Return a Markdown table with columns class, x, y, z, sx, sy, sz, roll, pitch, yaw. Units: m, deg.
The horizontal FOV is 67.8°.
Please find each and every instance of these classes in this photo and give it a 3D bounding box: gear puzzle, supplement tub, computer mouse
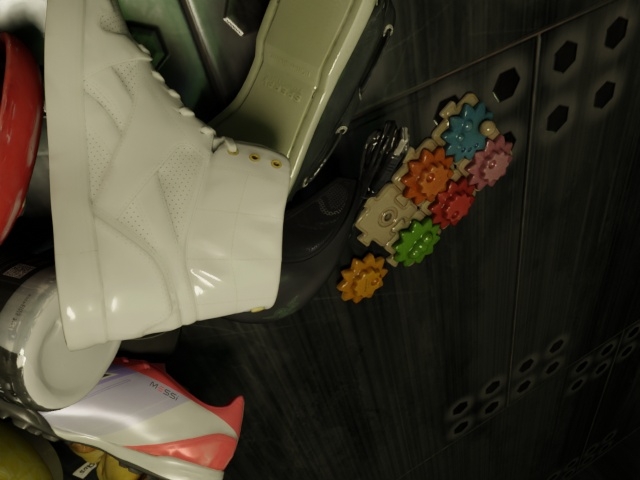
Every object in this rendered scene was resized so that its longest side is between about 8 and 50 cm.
| class | x | y | z | sx | sy | sz | roll | pitch | yaw |
| --- | --- | --- | --- | --- | --- | --- | --- | --- | --- |
| gear puzzle | 0.143 | -0.036 | 0.687 | 0.339 | 0.044 | 0.175 | -49 | 133 | 8 |
| supplement tub | -0.277 | 0.062 | 0.399 | 0.117 | 0.191 | 0.116 | 11 | 90 | -76 |
| computer mouse | 0.000 | 0.000 | 0.496 | 0.272 | 0.072 | 0.188 | -42 | 170 | -38 |

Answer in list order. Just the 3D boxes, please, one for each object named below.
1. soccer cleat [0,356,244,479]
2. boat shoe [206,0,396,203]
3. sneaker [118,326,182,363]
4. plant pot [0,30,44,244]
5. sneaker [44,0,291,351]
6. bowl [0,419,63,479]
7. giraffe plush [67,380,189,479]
| class | x | y | z | sx | sy | sz | roll | pitch | yaw |
| --- | --- | --- | --- | --- | --- | --- | --- | --- | --- |
| soccer cleat | -0.240 | 0.173 | 0.531 | 0.318 | 0.108 | 0.116 | 27 | 62 | -9 |
| boat shoe | -0.036 | -0.111 | 0.481 | 0.113 | 0.127 | 0.340 | -8 | 130 | -58 |
| sneaker | -0.193 | 0.050 | 0.489 | 0.107 | 0.124 | 0.283 | -14 | 128 | -22 |
| plant pot | -0.292 | -0.072 | 0.302 | 0.174 | 0.191 | 0.191 | 14 | 114 | -44 |
| sneaker | -0.113 | -0.076 | 0.368 | 0.169 | 0.292 | 0.108 | -6 | 166 | -23 |
| bowl | -0.378 | 0.285 | 0.502 | 0.289 | 0.290 | 0.156 | -60 | 173 | 17 |
| giraffe plush | -0.238 | 0.308 | 0.614 | 0.181 | 0.170 | 0.210 | 29 | 104 | -42 |
